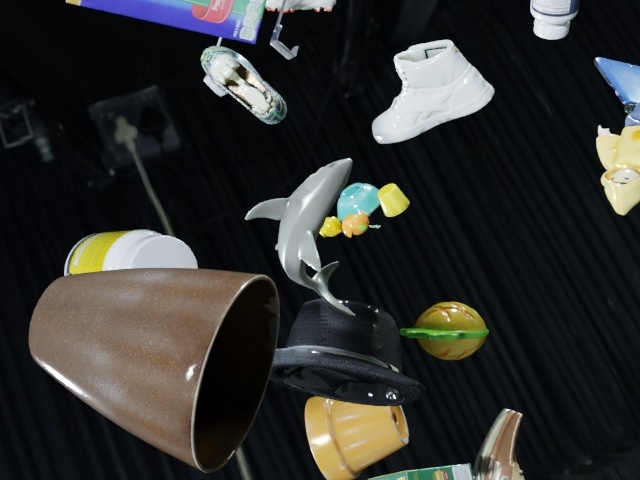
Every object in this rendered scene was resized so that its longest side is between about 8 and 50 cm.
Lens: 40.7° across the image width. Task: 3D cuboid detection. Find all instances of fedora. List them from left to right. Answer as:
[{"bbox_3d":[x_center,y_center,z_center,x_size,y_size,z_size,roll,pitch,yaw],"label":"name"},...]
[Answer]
[{"bbox_3d":[0.046,0.202,1.615,0.334,0.152,0.334,8,-22,3],"label":"fedora"}]

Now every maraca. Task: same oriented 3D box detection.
[{"bbox_3d":[0.212,0.155,1.466,0.127,0.099,0.185,-2,-2,34],"label":"maraca"}]

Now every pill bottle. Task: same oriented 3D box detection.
[{"bbox_3d":[-0.261,0.045,1.186,0.119,0.119,0.208,-11,5,-36],"label":"pill bottle"},{"bbox_3d":[0.464,-0.487,1.697,0.094,0.094,0.169,-19,-44,-15],"label":"pill bottle"}]

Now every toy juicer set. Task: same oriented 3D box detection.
[{"bbox_3d":[0.073,-0.074,2.242,0.209,0.089,0.329,-40,26,-14],"label":"toy juicer set"}]

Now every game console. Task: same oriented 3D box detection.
[{"bbox_3d":[0.717,-0.245,1.884,0.293,0.173,0.250,4,-73,-29],"label":"game console"}]

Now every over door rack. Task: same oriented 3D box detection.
[{"bbox_3d":[-0.149,-0.493,1.777,0.108,0.324,0.239,22,-27,-39],"label":"over door rack"}]

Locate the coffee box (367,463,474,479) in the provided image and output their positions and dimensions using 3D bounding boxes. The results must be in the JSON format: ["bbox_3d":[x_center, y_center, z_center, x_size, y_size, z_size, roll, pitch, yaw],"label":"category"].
[{"bbox_3d":[0.193,0.460,1.651,0.184,0.040,0.113,6,-23,-39],"label":"coffee box"}]

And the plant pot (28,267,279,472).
[{"bbox_3d":[-0.192,0.115,0.950,0.230,0.215,0.215,14,-9,16],"label":"plant pot"}]

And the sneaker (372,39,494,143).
[{"bbox_3d":[0.185,-0.307,1.736,0.292,0.169,0.108,-19,35,43],"label":"sneaker"}]

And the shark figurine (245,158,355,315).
[{"bbox_3d":[-0.015,0.023,1.310,0.166,0.116,0.278,-19,-44,-21],"label":"shark figurine"}]

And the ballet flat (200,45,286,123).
[{"bbox_3d":[-0.135,-0.273,1.476,0.070,0.188,0.070,-50,-8,-10],"label":"ballet flat"}]

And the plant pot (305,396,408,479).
[{"bbox_3d":[0.092,0.430,1.969,0.188,0.205,0.205,-21,-16,15],"label":"plant pot"}]

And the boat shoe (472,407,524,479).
[{"bbox_3d":[0.372,0.520,1.808,0.120,0.324,0.122,19,-14,12],"label":"boat shoe"}]

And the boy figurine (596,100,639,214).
[{"bbox_3d":[0.590,-0.176,1.600,0.285,0.177,0.092,-56,-40,-20],"label":"boy figurine"}]

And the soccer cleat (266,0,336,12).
[{"bbox_3d":[-0.055,-0.610,2.153,0.196,0.076,0.068,-7,18,-19],"label":"soccer cleat"}]

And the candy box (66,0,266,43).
[{"bbox_3d":[-0.230,-0.491,1.390,0.317,0.122,0.268,9,-64,-19],"label":"candy box"}]
